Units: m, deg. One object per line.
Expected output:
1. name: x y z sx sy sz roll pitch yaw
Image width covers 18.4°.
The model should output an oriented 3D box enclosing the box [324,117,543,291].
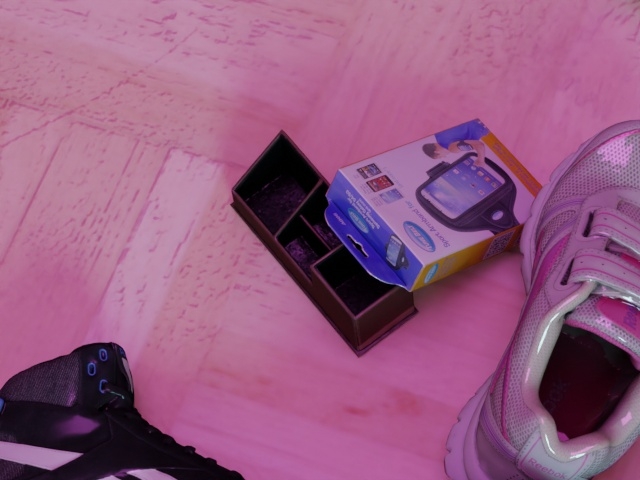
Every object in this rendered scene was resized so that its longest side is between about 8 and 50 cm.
1. box: 0.068 -0.021 1.155 0.136 0.028 0.081 -21 60 -40

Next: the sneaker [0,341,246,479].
1. sneaker: -0.094 0.115 1.107 0.217 0.079 0.121 2 66 7

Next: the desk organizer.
1. desk organizer: 0.000 0.000 1.171 0.047 0.050 0.130 -36 67 -12

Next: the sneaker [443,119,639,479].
1. sneaker: 0.160 0.040 1.091 0.103 0.111 0.252 24 70 -10
